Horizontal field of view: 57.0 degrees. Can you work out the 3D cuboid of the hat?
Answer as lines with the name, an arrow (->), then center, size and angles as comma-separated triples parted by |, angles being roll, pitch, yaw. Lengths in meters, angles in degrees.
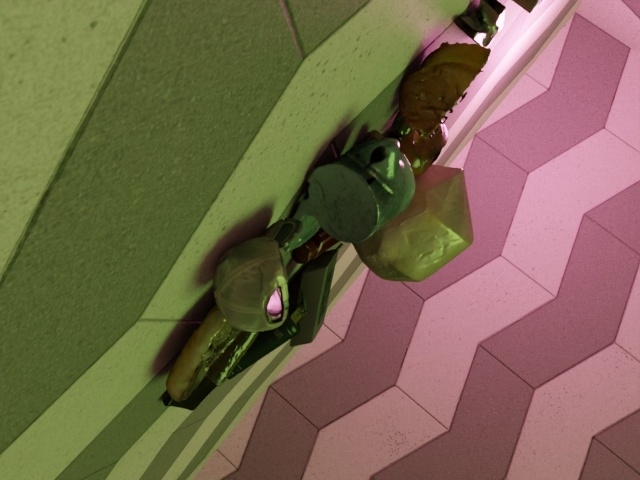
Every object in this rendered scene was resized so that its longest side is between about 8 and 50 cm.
hat -> -0.128, 0.062, 1.204 | 0.275, 0.161, 0.232 | -80, -174, -59

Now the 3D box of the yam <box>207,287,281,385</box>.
yam -> -0.209, 0.251, 1.623 | 0.071, 0.067, 0.317 | 45, 73, -37

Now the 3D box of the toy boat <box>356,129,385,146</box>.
toy boat -> 0.081, -0.149, 1.496 | 0.121, 0.089, 0.321 | -22, 153, -37

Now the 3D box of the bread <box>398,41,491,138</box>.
bread -> 0.282, -0.375, 1.425 | 0.160, 0.147, 0.260 | -56, 179, -25

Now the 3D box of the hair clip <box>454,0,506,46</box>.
hair clip -> 0.424, -0.557, 1.529 | 0.101, 0.085, 0.331 | -53, 171, 20

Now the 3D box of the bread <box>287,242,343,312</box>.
bread -> -0.045, 0.135, 1.947 | 0.344, 0.084, 0.124 | -50, -173, -7

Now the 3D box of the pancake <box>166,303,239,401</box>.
pancake -> -0.236, 0.213, 1.403 | 0.387, 0.082, 0.387 | -53, 175, -6

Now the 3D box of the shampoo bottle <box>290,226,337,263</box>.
shampoo bottle -> 0.000, 0.000, 1.718 | 0.102, 0.064, 0.260 | -50, 171, 30

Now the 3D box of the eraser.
eraser -> -0.020, 0.179, 1.806 | 0.111, 0.077, 0.352 | -58, 163, -54

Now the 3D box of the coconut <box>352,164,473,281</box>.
coconut -> 0.282, -0.084, 1.820 | 0.415, 0.415, 0.344 | -53, 147, 13

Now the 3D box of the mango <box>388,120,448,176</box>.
mango -> 0.271, -0.282, 1.687 | 0.249, 0.151, 0.156 | -50, 136, -31

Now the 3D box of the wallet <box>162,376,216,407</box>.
wallet -> -0.356, 0.415, 1.695 | 0.165, 0.042, 0.309 | -49, 166, -13

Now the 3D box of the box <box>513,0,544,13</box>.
box -> 0.488, -0.646, 1.351 | 0.058, 0.141, 0.201 | -40, 164, -25

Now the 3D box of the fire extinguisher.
fire extinguisher -> -0.159, 0.268, 1.690 | 0.311, 0.114, 0.095 | -32, -162, -1

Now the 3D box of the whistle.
whistle -> 0.038, -0.099, 1.358 | 0.404, 0.188, 0.168 | -14, -164, 44

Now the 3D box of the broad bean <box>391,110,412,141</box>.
broad bean -> 0.278, -0.377, 1.601 | 0.339, 0.061, 0.077 | -48, 154, -19
